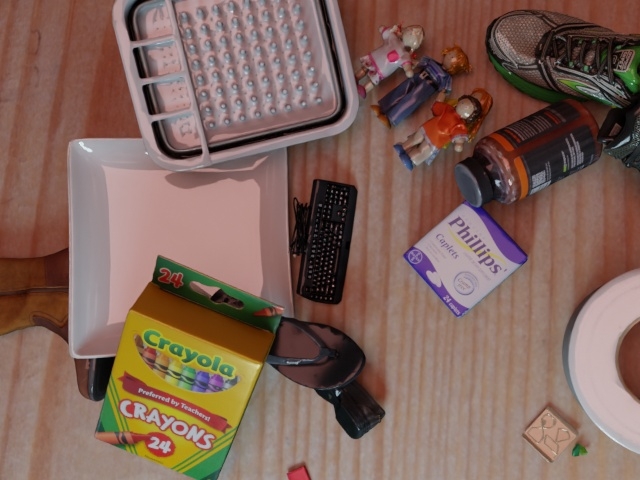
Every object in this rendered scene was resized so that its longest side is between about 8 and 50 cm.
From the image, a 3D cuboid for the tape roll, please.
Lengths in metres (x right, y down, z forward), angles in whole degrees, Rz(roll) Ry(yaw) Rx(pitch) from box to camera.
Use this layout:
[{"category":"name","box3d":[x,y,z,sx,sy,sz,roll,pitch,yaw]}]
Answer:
[{"category":"tape roll","box3d":[0.451,0.158,1.075,0.246,0.169,0.246,-2,84,14]}]

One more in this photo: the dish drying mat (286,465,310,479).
[{"category":"dish drying mat","box3d":[-0.023,0.394,1.248,0.032,0.008,0.083,-26,78,9]}]

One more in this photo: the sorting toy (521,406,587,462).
[{"category":"sorting toy","box3d":[0.342,0.290,1.167,0.083,0.012,0.062,43,90,18]}]

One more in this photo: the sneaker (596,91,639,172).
[{"category":"sneaker","box3d":[0.450,-0.115,1.100,0.130,0.227,0.087,10,56,27]}]

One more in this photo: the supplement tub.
[{"category":"supplement tub","box3d":[0.292,-0.119,1.150,0.197,0.106,0.106,-25,78,-10]}]

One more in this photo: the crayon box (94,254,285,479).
[{"category":"crayon box","box3d":[-0.196,0.196,1.176,0.202,0.081,0.319,22,121,1]}]

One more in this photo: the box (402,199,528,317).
[{"category":"box","box3d":[0.215,0.025,1.197,0.137,0.072,0.126,-42,77,6]}]

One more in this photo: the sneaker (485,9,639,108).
[{"category":"sneaker","box3d":[0.401,-0.257,1.145,0.343,0.146,0.134,21,89,16]}]

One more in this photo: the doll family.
[{"category":"doll family","box3d":[0.167,-0.217,1.231,0.163,0.118,0.263,-37,59,14]}]

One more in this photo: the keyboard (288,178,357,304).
[{"category":"keyboard","box3d":[0.000,0.000,1.257,0.100,0.038,0.192,8,85,-6]}]

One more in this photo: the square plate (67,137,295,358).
[{"category":"square plate","box3d":[-0.220,0.006,1.279,0.347,0.049,0.344,-2,82,-5]}]

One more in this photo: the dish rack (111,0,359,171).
[{"category":"dish rack","box3d":[-0.125,-0.272,1.234,0.332,0.072,0.286,-14,96,-3]}]

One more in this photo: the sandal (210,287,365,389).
[{"category":"sandal","box3d":[-0.058,0.149,1.197,0.254,0.054,0.097,21,80,10]}]

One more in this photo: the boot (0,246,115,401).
[{"category":"boot","box3d":[-0.473,0.142,1.343,0.280,0.096,0.264,-8,83,14]}]

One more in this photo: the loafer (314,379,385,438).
[{"category":"loafer","box3d":[0.031,0.220,1.237,0.061,0.062,0.170,-23,67,-29]}]
